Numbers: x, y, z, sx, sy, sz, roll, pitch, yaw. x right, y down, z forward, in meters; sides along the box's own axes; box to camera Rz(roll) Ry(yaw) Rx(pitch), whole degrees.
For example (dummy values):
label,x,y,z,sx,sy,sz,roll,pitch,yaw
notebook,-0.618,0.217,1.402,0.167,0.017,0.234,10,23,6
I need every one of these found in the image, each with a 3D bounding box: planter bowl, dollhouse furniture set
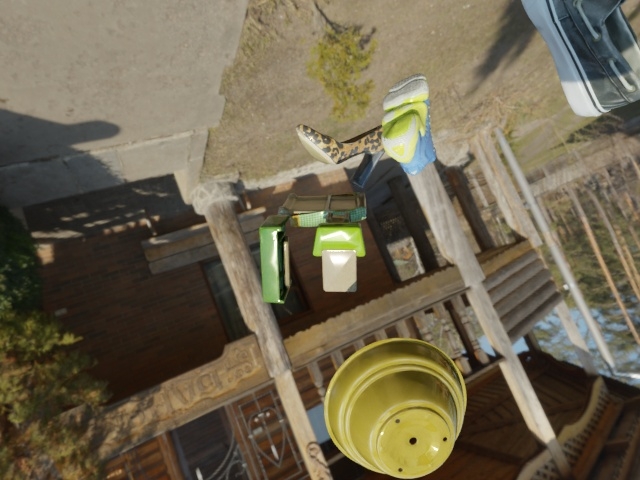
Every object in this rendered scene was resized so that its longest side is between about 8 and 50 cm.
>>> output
label,x,y,z,sx,sy,sz,roll,pitch,yaw
planter bowl,0.117,0.254,0.560,0.217,0.217,0.090,-22,-170,-1
dollhouse furniture set,0.000,0.000,0.869,0.198,0.151,0.301,0,-161,6

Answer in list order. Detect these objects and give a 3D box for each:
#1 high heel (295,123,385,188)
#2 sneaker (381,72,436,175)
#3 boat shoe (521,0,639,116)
label,x,y,z,sx,sy,sz,roll,pitch,yaw
high heel,0.065,-0.268,1.000,0.261,0.093,0.186,30,91,-39
sneaker,0.179,-0.223,0.799,0.091,0.126,0.240,-6,-133,34
boat shoe,0.400,-0.348,0.595,0.121,0.335,0.119,-50,-158,-25
